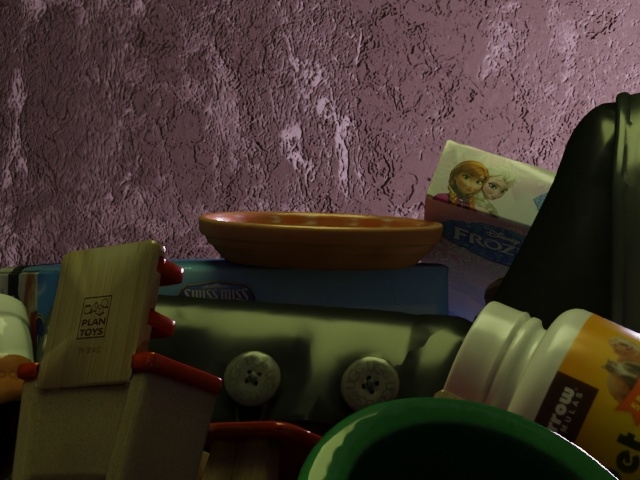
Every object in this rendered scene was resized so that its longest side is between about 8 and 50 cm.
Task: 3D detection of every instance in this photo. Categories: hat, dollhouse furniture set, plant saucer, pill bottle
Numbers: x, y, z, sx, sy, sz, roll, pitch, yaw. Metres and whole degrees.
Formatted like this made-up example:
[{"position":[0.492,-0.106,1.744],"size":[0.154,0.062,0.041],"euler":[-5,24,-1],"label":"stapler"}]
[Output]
[{"position":[0.043,0.189,0.742],"size":[0.173,0.183,0.208],"euler":[-12,47,-37],"label":"hat"},{"position":[-0.037,0.110,0.899],"size":[0.262,0.135,0.259],"euler":[-8,-26,39],"label":"dollhouse furniture set"},{"position":[0.000,0.000,1.336],"size":[0.200,0.037,0.200],"euler":[3,4,0],"label":"plant saucer"},{"position":[0.181,0.116,0.956],"size":[0.215,0.117,0.117],"euler":[24,3,15],"label":"pill bottle"}]

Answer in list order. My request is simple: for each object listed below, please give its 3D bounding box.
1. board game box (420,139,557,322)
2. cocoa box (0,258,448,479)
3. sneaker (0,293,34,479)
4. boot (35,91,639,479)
[{"position":[0.245,0.064,1.472],"size":[0.318,0.066,0.318],"euler":[17,-29,11],"label":"board game box"},{"position":[-0.086,0.131,1.409],"size":[0.347,0.231,0.228],"euler":[0,-1,-24],"label":"cocoa box"},{"position":[-0.317,0.177,1.320],"size":[0.106,0.123,0.290],"euler":[9,-47,-37],"label":"sneaker"},{"position":[0.024,0.064,1.168],"size":[0.445,0.367,0.146],"euler":[-3,-34,18],"label":"boot"}]
